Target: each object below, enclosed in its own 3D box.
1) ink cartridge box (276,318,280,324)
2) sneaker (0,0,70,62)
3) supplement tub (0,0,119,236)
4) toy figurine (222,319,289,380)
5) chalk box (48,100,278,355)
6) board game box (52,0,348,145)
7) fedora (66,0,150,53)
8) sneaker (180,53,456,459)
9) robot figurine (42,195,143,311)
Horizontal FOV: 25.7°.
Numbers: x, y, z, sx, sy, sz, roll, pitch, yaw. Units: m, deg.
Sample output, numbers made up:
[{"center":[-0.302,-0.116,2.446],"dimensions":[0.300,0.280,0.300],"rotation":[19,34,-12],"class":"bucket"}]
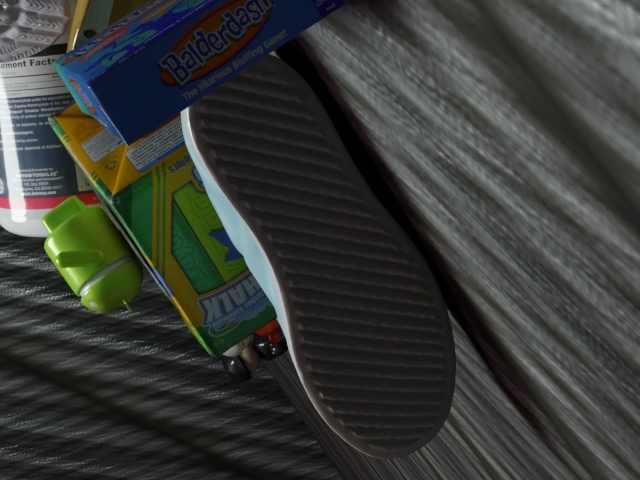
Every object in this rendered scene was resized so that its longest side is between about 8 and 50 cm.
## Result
[{"center":[0.017,0.181,2.005],"dimensions":[0.189,0.066,0.232],"rotation":[48,165,42],"class":"ink cartridge box"},{"center":[-0.255,-0.285,1.175],"dimensions":[0.321,0.125,0.180],"rotation":[-41,46,53],"class":"sneaker"},{"center":[-0.257,-0.151,1.459],"dimensions":[0.191,0.191,0.272],"rotation":[-150,53,-72],"class":"supplement tub"},{"center":[-0.131,0.094,2.173],"dimensions":[0.209,0.148,0.213],"rotation":[53,172,17],"class":"toy figurine"},{"center":[-0.095,-0.027,1.344],"dimensions":[0.179,0.180,0.289],"rotation":[47,170,48],"class":"chalk box"},{"center":[-0.087,-0.134,0.916],"dimensions":[0.047,0.160,0.210],"rotation":[58,171,-17],"class":"board game box"},{"center":[-0.167,-0.216,1.237],"dimensions":[0.079,0.194,0.194],"rotation":[16,176,-7],"class":"fedora"},{"center":[0.000,0.000,1.137],"dimensions":[0.150,0.135,0.366],"rotation":[-124,11,-72],"class":"sneaker"},{"center":[-0.210,0.016,1.303],"dimensions":[0.115,0.067,0.101],"rotation":[54,175,8],"class":"robot figurine"}]
